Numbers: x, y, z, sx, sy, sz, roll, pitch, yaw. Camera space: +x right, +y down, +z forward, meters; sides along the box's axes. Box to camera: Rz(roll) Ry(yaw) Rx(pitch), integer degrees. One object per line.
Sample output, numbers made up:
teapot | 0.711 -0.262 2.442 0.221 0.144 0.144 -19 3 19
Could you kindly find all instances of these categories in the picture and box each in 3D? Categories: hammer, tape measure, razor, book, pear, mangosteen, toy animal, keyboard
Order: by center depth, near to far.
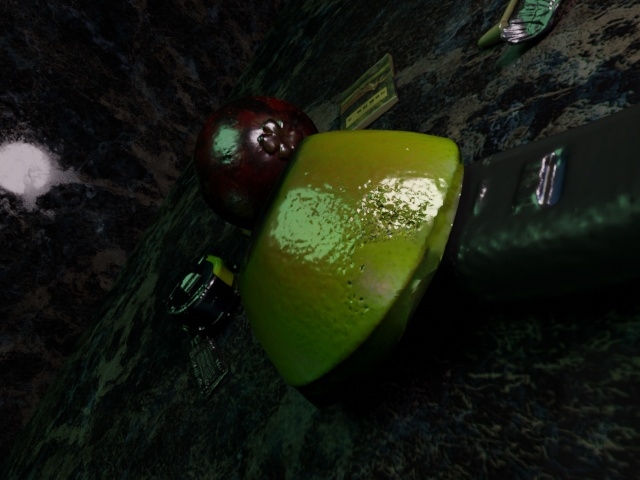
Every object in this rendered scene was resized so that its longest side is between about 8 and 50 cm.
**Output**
razor | 0.246 -0.034 0.447 0.326 0.107 0.189 -20 42 57
pear | -0.001 -0.005 0.650 0.399 0.165 0.399 -59 12 21
toy animal | 0.382 -0.453 0.712 0.196 0.273 0.160 5 35 19
hammer | 0.339 -0.422 0.861 0.195 0.028 0.060 -59 20 -16
mangosteen | -0.126 -0.156 1.041 0.311 0.311 0.311 -39 30 28
keyboard | -0.248 0.252 1.042 0.072 0.023 0.231 -53 26 -3
tape measure | -0.265 0.118 1.122 0.186 0.112 0.199 7 60 57
book | 0.111 -0.336 1.134 0.160 0.024 0.228 -35 31 30
